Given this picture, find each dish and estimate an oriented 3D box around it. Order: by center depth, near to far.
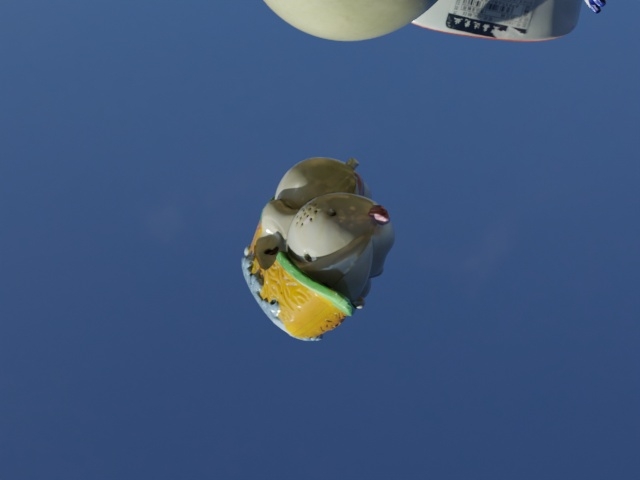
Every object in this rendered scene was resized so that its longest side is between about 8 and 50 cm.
[{"bbox_3d":[0.165,-0.314,1.750,0.256,0.117,0.256,8,-148,-5],"label":"dish"}]

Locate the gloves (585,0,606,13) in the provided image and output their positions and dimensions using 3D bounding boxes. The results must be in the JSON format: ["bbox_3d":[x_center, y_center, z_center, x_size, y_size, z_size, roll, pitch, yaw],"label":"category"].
[{"bbox_3d":[0.298,-0.298,1.897,0.026,0.086,0.064,-30,174,-11],"label":"gloves"}]

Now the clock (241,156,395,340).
[{"bbox_3d":[0.000,0.000,1.536,0.144,0.103,0.231,-49,-153,10],"label":"clock"}]

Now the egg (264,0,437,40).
[{"bbox_3d":[0.033,-0.301,1.497,0.219,0.219,0.269,2,-128,12],"label":"egg"}]
